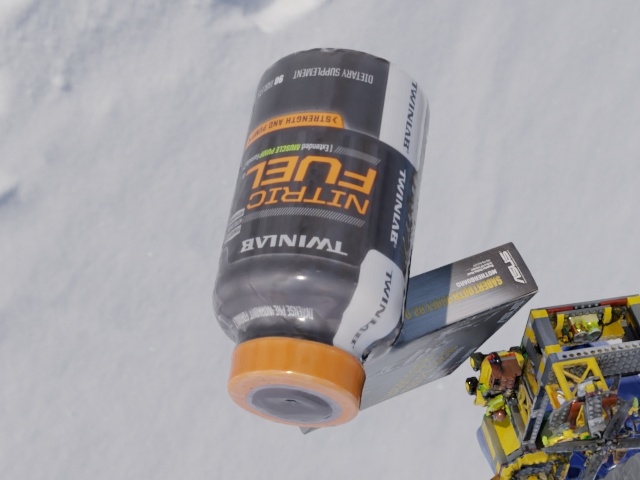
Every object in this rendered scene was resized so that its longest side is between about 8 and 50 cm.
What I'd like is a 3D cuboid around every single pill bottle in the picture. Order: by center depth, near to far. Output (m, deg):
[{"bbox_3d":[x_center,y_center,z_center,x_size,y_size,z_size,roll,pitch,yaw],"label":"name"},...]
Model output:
[{"bbox_3d":[0.000,0.000,0.821,0.130,0.130,0.246,48,43,-48],"label":"pill bottle"}]

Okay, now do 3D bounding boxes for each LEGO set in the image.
[{"bbox_3d":[0.299,0.168,0.984,0.331,0.192,0.255,-2,138,-15],"label":"LEGO set"}]

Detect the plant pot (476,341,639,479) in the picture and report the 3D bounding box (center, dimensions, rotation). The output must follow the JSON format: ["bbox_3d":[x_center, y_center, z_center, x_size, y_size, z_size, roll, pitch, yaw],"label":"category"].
[{"bbox_3d":[0.379,0.284,1.677,0.236,0.212,0.236,-46,-175,6],"label":"plant pot"}]

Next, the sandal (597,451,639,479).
[{"bbox_3d":[0.092,0.119,0.342,0.054,0.254,0.097,14,65,-13],"label":"sandal"}]

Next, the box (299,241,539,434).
[{"bbox_3d":[0.079,0.097,1.140,0.183,0.056,0.231,-19,161,-25],"label":"box"}]
